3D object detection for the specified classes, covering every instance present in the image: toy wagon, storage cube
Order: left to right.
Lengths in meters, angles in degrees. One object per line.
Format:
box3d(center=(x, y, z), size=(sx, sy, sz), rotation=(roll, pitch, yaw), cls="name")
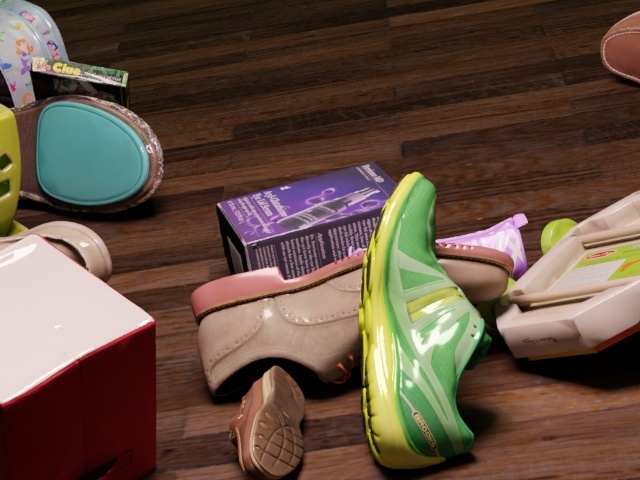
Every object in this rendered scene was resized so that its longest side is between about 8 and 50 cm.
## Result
box3d(center=(-0.284, 0.141, 1.593), size=(0.184, 0.193, 0.215), rotation=(-29, 49, -36), cls="storage cube")
box3d(center=(0.330, 0.002, 1.737), size=(0.344, 0.068, 0.267), rotation=(-40, 15, -33), cls="toy wagon")

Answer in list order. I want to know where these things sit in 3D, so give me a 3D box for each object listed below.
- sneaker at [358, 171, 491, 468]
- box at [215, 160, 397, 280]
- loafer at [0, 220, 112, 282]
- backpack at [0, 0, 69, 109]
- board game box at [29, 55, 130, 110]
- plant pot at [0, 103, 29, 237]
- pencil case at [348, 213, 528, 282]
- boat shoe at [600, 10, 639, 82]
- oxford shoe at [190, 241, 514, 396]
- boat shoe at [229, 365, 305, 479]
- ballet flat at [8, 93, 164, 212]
box3d(center=(0.101, 0.079, 1.620), size=(0.123, 0.295, 0.109), rotation=(3, -20, -7), cls="sneaker")
box3d(center=(0.000, 0.000, 1.958), size=(0.207, 0.108, 0.153), rotation=(-16, 23, -12), cls="box")
box3d(center=(-0.376, 0.043, 2.046), size=(0.268, 0.102, 0.092), rotation=(-7, 24, 29), cls="loafer")
box3d(center=(-0.505, -0.271, 2.651), size=(0.191, 0.225, 0.253), rotation=(-29, 33, -26), cls="backpack")
box3d(center=(-0.341, -0.192, 2.395), size=(0.136, 0.030, 0.259), rotation=(7, -18, -3), cls="board game box")
box3d(center=(-0.523, -0.063, 2.202), size=(0.227, 0.207, 0.228), rotation=(-23, 26, -28), cls="plant pot")
box3d(center=(0.132, 0.029, 1.862), size=(0.206, 0.088, 0.086), rotation=(-11, 24, -3), cls="pencil case")
box3d(center=(0.511, -0.247, 2.291), size=(0.116, 0.123, 0.324), rotation=(-32, 29, -36), cls="boat shoe")
box3d(center=(0.038, 0.088, 1.746), size=(0.348, 0.123, 0.130), rotation=(-13, 67, 15), cls="oxford shoe")
box3d(center=(-0.056, 0.189, 1.625), size=(0.060, 0.064, 0.178), rotation=(-37, 16, 17), cls="boat shoe")
box3d(center=(-0.384, -0.124, 2.379), size=(0.483, 0.164, 0.182), rotation=(2, 2, 30), cls="ballet flat")
